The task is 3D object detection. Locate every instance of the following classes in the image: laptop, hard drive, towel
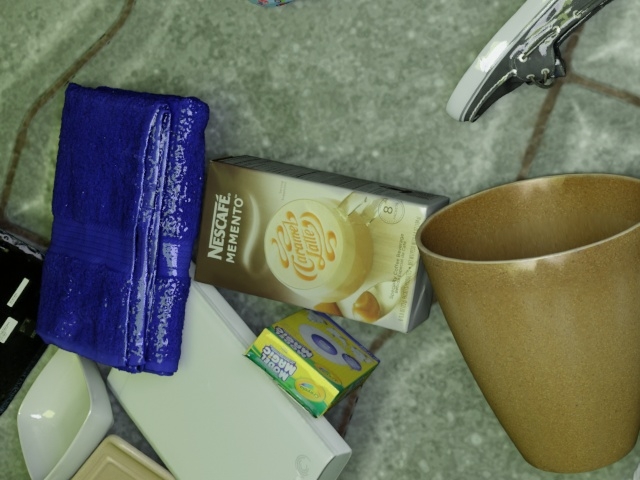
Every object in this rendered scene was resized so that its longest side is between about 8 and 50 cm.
[{"bbox_3d":[-0.449,0.047,1.619,0.264,0.136,0.234,31,110,-14],"label":"laptop"},{"bbox_3d":[-0.111,0.192,1.433,0.307,0.040,0.203,47,124,29],"label":"hard drive"},{"bbox_3d":[-0.233,-0.017,1.450,0.227,0.076,0.308,10,94,39],"label":"towel"}]

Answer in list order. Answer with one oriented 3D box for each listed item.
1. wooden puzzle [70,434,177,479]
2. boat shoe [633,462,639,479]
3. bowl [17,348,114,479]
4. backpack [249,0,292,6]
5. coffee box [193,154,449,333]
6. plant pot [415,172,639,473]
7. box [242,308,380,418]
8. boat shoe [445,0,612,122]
[{"bbox_3d":[-0.219,0.359,1.543,0.221,0.044,0.239,37,113,-10],"label":"wooden puzzle"},{"bbox_3d":[0.367,0.250,1.284,0.367,0.136,0.156,-42,42,8],"label":"boat shoe"},{"bbox_3d":[-0.297,0.210,1.542,0.142,0.053,0.142,-52,39,18],"label":"bowl"},{"bbox_3d":[-0.043,-0.328,1.361,0.173,0.117,0.158,-17,91,24],"label":"backpack"},{"bbox_3d":[0.000,0.000,1.403,0.246,0.098,0.141,12,102,18],"label":"coffee box"},{"bbox_3d":[0.234,0.091,1.281,0.237,0.237,0.254,-7,108,21],"label":"plant pot"},{"bbox_3d":[-0.010,0.127,1.383,0.105,0.179,0.043,40,109,10],"label":"box"},{"bbox_3d":[0.223,-0.195,1.310,0.076,0.080,0.228,44,102,10],"label":"boat shoe"}]
